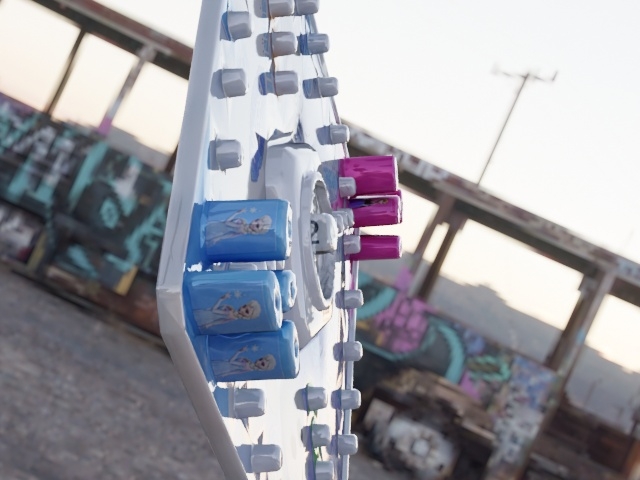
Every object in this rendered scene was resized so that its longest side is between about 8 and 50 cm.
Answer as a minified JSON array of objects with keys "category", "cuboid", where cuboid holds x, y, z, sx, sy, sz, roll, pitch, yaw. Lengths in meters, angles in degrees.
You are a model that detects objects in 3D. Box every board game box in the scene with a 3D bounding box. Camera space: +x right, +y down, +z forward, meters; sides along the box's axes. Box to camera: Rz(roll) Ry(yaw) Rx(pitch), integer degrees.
[{"category":"board game box","cuboid":[0.000,0.000,0.825,0.050,0.390,0.390,-5,-40,10]}]
